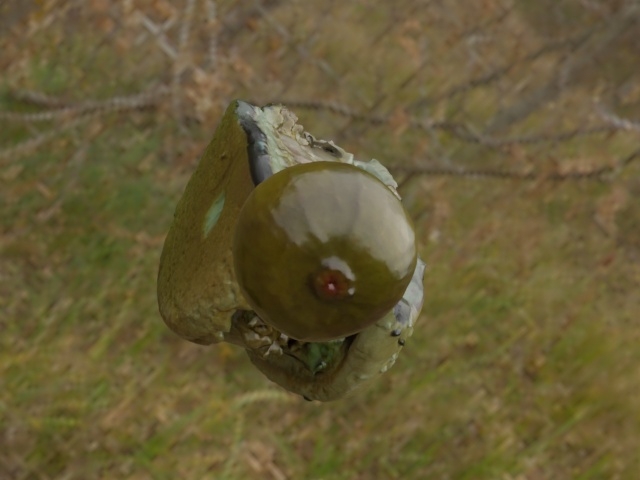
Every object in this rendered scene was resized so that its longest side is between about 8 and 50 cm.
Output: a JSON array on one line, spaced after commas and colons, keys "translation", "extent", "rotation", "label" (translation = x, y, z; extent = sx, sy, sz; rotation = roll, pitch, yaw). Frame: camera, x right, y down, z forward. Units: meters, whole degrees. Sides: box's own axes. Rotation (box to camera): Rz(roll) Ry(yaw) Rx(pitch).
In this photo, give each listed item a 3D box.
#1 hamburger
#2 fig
[{"translation": [-0.029, 0.021, 1.284], "extent": [0.167, 0.192, 0.288], "rotation": [22, 25, -19], "label": "hamburger"}, {"translation": [0.000, 0.000, 0.676], "extent": [0.074, 0.074, 0.088], "rotation": [39, 12, -20], "label": "fig"}]
